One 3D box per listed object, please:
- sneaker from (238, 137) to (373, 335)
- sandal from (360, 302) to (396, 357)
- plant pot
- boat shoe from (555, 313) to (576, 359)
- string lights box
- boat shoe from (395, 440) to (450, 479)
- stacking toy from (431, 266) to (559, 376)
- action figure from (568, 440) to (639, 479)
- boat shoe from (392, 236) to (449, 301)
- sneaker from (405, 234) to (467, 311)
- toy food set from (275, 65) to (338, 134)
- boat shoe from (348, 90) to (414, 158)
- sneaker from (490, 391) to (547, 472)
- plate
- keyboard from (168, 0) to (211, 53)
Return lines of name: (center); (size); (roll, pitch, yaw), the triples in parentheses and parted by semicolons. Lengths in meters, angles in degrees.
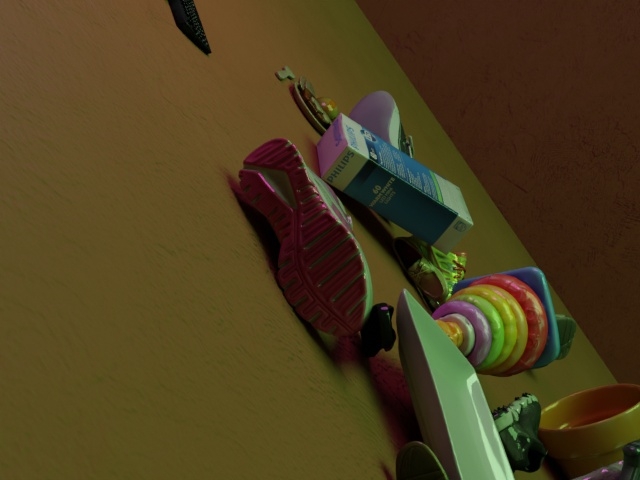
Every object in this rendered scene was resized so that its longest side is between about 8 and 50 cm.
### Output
sneaker: (0.000, 0.000, 1.132); (0.111, 0.103, 0.252); (33, 31, -61)
sandal: (0.073, 0.102, 1.134); (0.179, 0.040, 0.067); (144, -62, -81)
plant pot: (0.502, 0.378, 1.704); (0.205, 0.205, 0.188); (-32, 103, -75)
boat shoe: (0.402, 0.174, 1.985); (0.116, 0.123, 0.324); (23, 0, 43)
string lights box: (0.122, -0.095, 1.607); (0.259, 0.077, 0.133); (30, 25, -19)
boat shoe: (0.123, 0.283, 1.010); (0.152, 0.056, 0.049); (69, 13, 13)
stacking toy: (0.224, 0.137, 1.459); (0.302, 0.175, 0.166); (-2, 80, -55)
action figure: (0.316, 0.405, 1.152); (0.330, 0.178, 0.341); (26, 71, -57)
boat shoe: (0.163, 0.048, 1.627); (0.135, 0.050, 0.045); (51, 16, 26)
sneaker: (0.220, 0.061, 1.672); (0.208, 0.094, 0.081); (63, 16, 23)
toy food set: (-0.002, -0.242, 1.746); (0.192, 0.038, 0.132); (53, 16, -6)
boat shoe: (0.127, -0.162, 1.833); (0.105, 0.113, 0.306); (51, 17, -39)
sneaker: (0.297, 0.296, 1.455); (0.106, 0.078, 0.234); (61, 20, 12)
plate: (0.172, 0.233, 1.195); (0.278, 0.045, 0.277); (46, 23, -50)
keyboard: (-0.199, -0.362, 1.419); (0.100, 0.038, 0.192); (37, 22, -47)
